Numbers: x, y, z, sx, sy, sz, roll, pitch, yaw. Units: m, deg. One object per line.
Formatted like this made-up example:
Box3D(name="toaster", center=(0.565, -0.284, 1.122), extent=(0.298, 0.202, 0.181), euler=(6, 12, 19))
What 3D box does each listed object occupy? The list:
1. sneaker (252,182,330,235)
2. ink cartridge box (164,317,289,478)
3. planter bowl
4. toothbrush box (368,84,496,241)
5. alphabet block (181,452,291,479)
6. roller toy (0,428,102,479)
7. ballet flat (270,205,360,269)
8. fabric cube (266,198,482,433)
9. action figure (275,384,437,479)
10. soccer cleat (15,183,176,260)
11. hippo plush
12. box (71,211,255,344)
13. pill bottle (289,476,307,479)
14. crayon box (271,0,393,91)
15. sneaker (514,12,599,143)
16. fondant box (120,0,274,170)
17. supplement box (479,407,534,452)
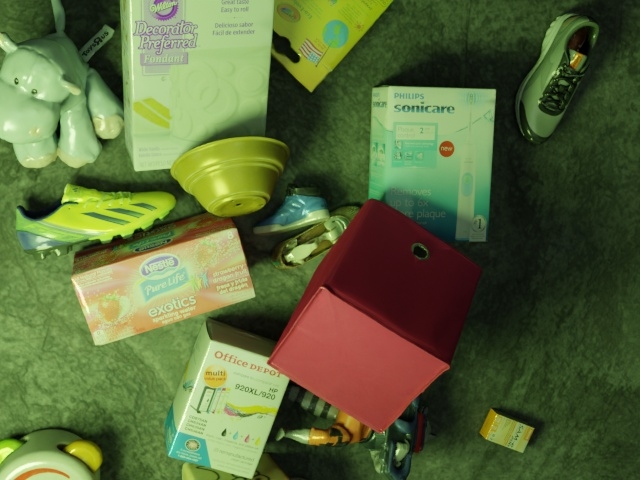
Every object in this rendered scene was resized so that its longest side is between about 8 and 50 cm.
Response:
Box3D(name="sneaker", center=(-0.064, -0.064, 1.588), extent=(0.152, 0.058, 0.085), euler=(-16, 83, 9))
Box3D(name="ink cartridge box", center=(-0.176, 0.294, 1.564), extent=(0.171, 0.168, 0.233), euler=(20, 94, -14))
Box3D(name="planter bowl", center=(-0.153, -0.099, 1.469), extent=(0.217, 0.217, 0.090), euler=(-9, 74, -11))
Box3D(name="toothbrush box", center=(0.212, -0.149, 1.596), extent=(0.216, 0.126, 0.296), euler=(0, 98, -12))
Box3D(name="alphabet block", center=(-0.161, 0.534, 1.577), extent=(0.192, 0.197, 0.193), euler=(-3, 92, -16))
Box3D(name="roller toy", center=(-0.508, 0.464, 1.533), extent=(0.209, 0.146, 0.191), euler=(-4, 101, -12))
Box3D(name="ballet flat", center=(0.000, 0.000, 1.604), extent=(0.206, 0.067, 0.073), euler=(-32, 103, -6))
Box3D(name="fabric cube", center=(0.098, 0.133, 1.478), extent=(0.254, 0.258, 0.259), euler=(33, 133, -2))
Box3D(name="action figure", center=(0.096, 0.319, 1.667), extent=(0.330, 0.178, 0.341), euler=(29, 63, -21))
Box3D(name="soccer cleat", center=(-0.409, -0.054, 1.494), extent=(0.289, 0.093, 0.121), euler=(-16, 100, -9))
Box3D(name="hippo plush", center=(-0.436, -0.245, 1.380), extent=(0.234, 0.236, 0.294), euler=(33, 92, -15))
Box3D(name="box", center=(-0.286, 0.062, 1.502), extent=(0.300, 0.154, 0.142), euler=(-17, 110, -8))
Box3D(name="pill bottle", center=(-0.053, 0.555, 1.689), extent=(0.067, 0.067, 0.120), euler=(0, 99, -12))
Box3D(name="crayon box", center=(0.009, -0.458, 1.521), extent=(0.202, 0.081, 0.318), euler=(42, 88, -15))
Box3D(name="sneaker", center=(0.470, -0.323, 1.632), extent=(0.100, 0.108, 0.272), euler=(18, 97, -16))
Box3D(name="fondant box", center=(-0.214, -0.290, 1.413), extent=(0.238, 0.096, 0.330), euler=(-7, 126, -19))
Box3D(name="supplement box", center=(0.403, 0.411, 1.778), extent=(0.098, 0.036, 0.062), euler=(22, 95, -15))
